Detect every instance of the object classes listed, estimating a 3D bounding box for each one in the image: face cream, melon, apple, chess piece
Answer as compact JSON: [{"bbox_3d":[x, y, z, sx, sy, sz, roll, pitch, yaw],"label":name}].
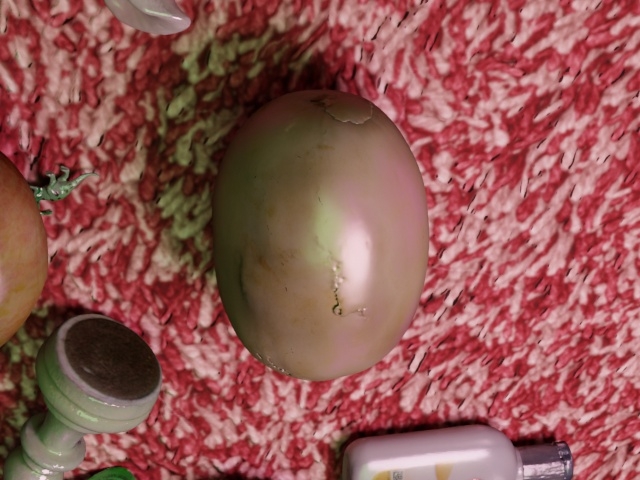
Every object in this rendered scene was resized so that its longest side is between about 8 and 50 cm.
[{"bbox_3d":[0.173,0.296,1.600,0.291,0.071,0.144,-4,121,-11],"label":"face cream"},{"bbox_3d":[0.000,0.000,1.292,0.223,0.223,0.317,-6,120,-9],"label":"melon"},{"bbox_3d":[-0.389,0.002,1.202,0.257,0.234,0.257,-4,121,-7],"label":"apple"},{"bbox_3d":[-0.293,0.218,1.432,0.139,0.139,0.272,21,125,-23],"label":"chess piece"}]

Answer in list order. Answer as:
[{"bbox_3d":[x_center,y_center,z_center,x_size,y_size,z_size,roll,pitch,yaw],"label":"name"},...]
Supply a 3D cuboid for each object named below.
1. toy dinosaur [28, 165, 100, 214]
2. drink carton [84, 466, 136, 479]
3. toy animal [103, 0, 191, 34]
[{"bbox_3d":[-0.275,-0.048,1.323,0.083,0.021,0.062,8,126,-13],"label":"toy dinosaur"},{"bbox_3d":[-0.260,0.384,1.513,0.146,0.144,0.142,-22,138,-26],"label":"drink carton"},{"bbox_3d":[-0.237,-0.314,1.096,0.325,0.154,0.208,17,108,-31],"label":"toy animal"}]
